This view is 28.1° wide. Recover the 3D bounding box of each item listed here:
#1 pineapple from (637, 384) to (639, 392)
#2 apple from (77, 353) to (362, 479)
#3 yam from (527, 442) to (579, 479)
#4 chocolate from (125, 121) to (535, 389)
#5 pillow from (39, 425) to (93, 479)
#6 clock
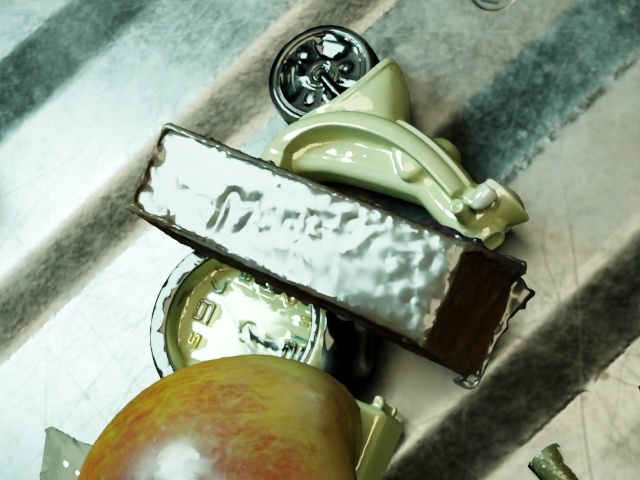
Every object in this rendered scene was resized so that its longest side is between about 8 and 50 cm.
[{"bbox_3d":[0.420,0.070,0.974,0.361,0.175,0.175,-26,66,-8],"label":"pineapple"},{"bbox_3d":[-0.084,0.222,0.946,0.251,0.163,0.293,-24,65,20],"label":"apple"},{"bbox_3d":[0.218,0.223,1.033,0.033,0.027,0.129,-38,67,1],"label":"yam"},{"bbox_3d":[0.000,0.000,1.006,0.321,0.112,0.112,24,87,28],"label":"chocolate"},{"bbox_3d":[-0.154,0.279,1.094,0.270,0.067,0.173,15,72,20],"label":"pillow"},{"bbox_3d":[0.018,0.011,1.120,0.276,0.120,0.379,24,84,24],"label":"clock"}]
